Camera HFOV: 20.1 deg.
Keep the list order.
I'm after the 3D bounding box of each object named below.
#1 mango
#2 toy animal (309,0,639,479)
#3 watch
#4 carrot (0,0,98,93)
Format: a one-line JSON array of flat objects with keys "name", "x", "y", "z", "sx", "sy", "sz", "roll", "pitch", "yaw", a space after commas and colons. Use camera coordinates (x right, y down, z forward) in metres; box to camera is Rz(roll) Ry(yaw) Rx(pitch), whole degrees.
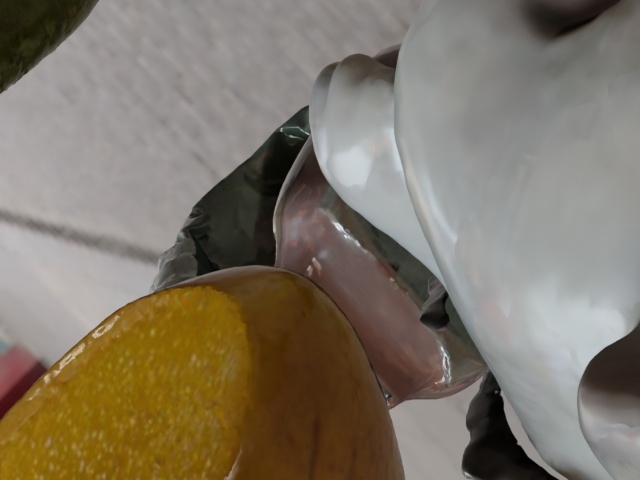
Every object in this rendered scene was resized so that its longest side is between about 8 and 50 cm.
[{"name": "mango", "x": -0.073, "y": 0.162, "z": 0.745, "sx": 0.201, "sy": 0.350, "sz": 0.199, "roll": 27, "pitch": -163, "yaw": 13}, {"name": "toy animal", "x": 0.110, "y": -0.016, "z": 0.453, "sx": 0.325, "sy": 0.209, "sz": 0.154, "roll": -122, "pitch": 39, "yaw": -60}, {"name": "watch", "x": 0.000, "y": 0.000, "z": 1.071, "sx": 0.241, "sy": 0.253, "sz": 0.161, "roll": -22, "pitch": 114, "yaw": 41}, {"name": "carrot", "x": -0.236, "y": -0.065, "z": 0.987, "sx": 0.074, "sy": 0.358, "sz": 0.074, "roll": 25, "pitch": 144, "yaw": 19}]
